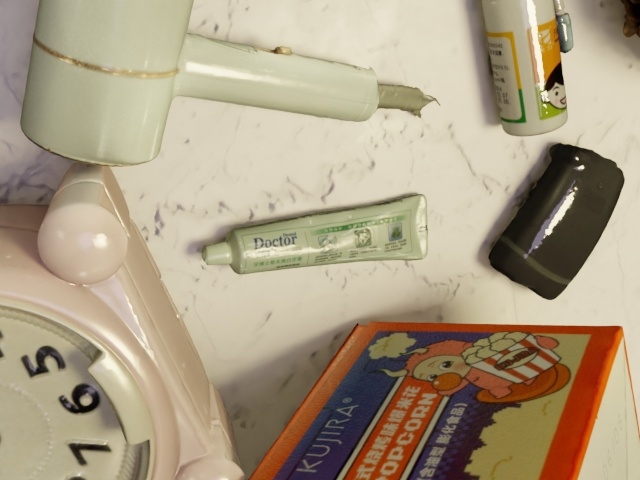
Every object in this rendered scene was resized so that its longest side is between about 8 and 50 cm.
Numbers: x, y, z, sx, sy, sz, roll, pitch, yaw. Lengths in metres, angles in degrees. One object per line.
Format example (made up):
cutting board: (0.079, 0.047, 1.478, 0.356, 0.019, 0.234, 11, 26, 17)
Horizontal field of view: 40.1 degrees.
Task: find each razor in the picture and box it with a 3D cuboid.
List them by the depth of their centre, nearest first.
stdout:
razor: (0.235, -0.019, 0.855, 0.090, 0.054, 0.148, 27, 98, -27)

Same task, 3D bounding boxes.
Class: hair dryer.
hair dryer: (-0.046, -0.144, 0.706, 0.357, 0.107, 0.173, 3, 118, -31)

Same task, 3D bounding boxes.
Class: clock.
clock: (-0.258, 0.128, 0.677, 0.325, 0.184, 0.342, -24, 108, -5)

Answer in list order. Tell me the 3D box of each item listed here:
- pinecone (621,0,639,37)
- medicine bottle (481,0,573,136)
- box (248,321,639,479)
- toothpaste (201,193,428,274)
pinecone: (0.361, -0.213, 0.750, 0.185, 0.212, 0.169, 8, 105, -31)
medicine bottle: (0.185, -0.210, 0.780, 0.092, 0.061, 0.221, -30, 116, -34)
box: (0.109, 0.285, 0.708, 0.349, 0.256, 0.319, -49, 127, -50)
toothpaste: (0.000, 0.000, 0.795, 0.218, 0.041, 0.064, -8, 104, -20)
